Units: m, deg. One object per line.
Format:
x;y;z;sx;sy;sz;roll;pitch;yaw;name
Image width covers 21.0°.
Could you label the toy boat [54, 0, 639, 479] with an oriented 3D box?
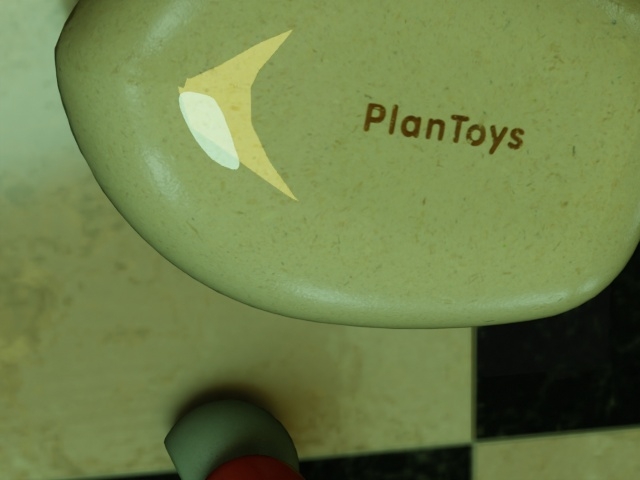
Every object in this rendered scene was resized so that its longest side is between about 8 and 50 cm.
0.000;0.000;0.751;0.267;0.148;0.318;13;101;-18;toy boat
